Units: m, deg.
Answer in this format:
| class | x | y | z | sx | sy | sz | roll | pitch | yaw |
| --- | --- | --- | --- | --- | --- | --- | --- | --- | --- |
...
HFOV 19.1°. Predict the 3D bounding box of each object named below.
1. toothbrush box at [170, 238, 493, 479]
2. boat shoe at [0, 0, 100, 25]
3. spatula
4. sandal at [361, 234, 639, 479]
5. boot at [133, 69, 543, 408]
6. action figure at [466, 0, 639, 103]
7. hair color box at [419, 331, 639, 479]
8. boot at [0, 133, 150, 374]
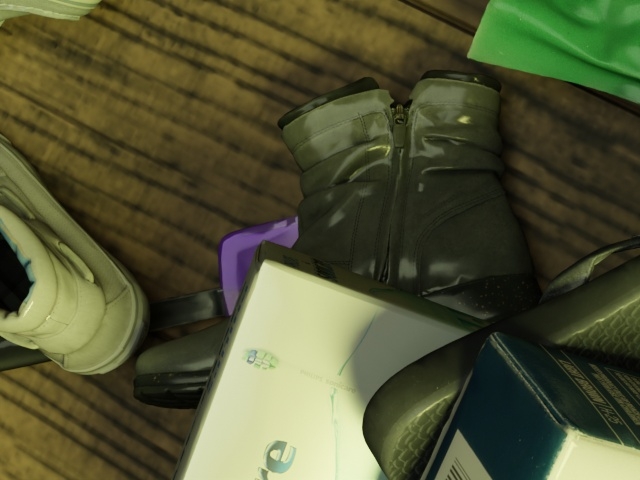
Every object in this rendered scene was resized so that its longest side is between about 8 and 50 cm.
| class | x | y | z | sx | sy | sz | roll | pitch | yaw |
| --- | --- | --- | --- | --- | --- | --- | --- | --- | --- |
| toothbrush box | 0.068 | 0.152 | 0.978 | 0.295 | 0.126 | 0.216 | 19 | 94 | -4 |
| boat shoe | -0.235 | -0.154 | 1.200 | 0.227 | 0.079 | 0.081 | 13 | 100 | 26 |
| spatula | -0.105 | 0.047 | 1.154 | 0.296 | 0.030 | 0.084 | -13 | 87 | 19 |
| sandal | 0.133 | 0.034 | 0.881 | 0.254 | 0.097 | 0.054 | -20 | 49 | -14 |
| boot | 0.000 | 0.000 | 1.090 | 0.246 | 0.083 | 0.161 | -15 | 77 | 3 |
| action figure | 0.214 | -0.108 | 1.030 | 0.232 | 0.063 | 0.137 | 28 | 95 | 13 |
| hair color box | 0.205 | 0.177 | 0.851 | 0.347 | 0.105 | 0.174 | 18 | 106 | -20 |
| boot | -0.216 | -0.019 | 1.132 | 0.258 | 0.123 | 0.095 | 34 | 90 | 31 |
